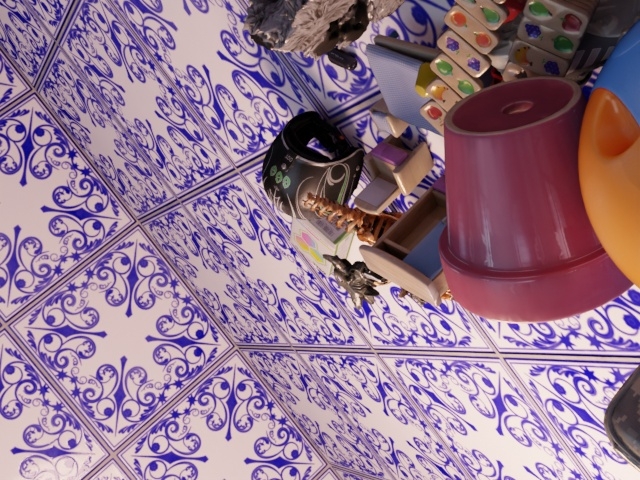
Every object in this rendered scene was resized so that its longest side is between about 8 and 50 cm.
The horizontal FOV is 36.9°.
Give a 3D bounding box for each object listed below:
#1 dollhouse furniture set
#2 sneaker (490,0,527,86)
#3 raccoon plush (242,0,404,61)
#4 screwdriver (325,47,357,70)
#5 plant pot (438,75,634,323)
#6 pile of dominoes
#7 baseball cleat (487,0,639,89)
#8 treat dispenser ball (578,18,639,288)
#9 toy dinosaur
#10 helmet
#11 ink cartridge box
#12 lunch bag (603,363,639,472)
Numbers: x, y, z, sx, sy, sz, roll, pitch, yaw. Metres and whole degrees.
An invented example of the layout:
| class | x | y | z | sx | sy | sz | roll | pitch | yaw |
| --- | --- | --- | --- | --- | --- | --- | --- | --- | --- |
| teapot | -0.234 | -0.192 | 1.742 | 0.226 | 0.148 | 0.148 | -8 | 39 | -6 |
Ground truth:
| class | x | y | z | sx | sy | sz | roll | pitch | yaw |
| --- | --- | --- | --- | --- | --- | --- | --- | --- | --- |
| dollhouse furniture set | 0.091 | -0.119 | 1.238 | 0.286 | 0.198 | 0.303 | 29 | 157 | 44 |
| sneaker | 0.216 | -0.156 | 1.069 | 0.087 | 0.128 | 0.221 | 26 | 149 | 46 |
| raccoon plush | -0.001 | -0.422 | 1.063 | 0.299 | 0.216 | 0.446 | 56 | 139 | 12 |
| screwdriver | -0.005 | -0.287 | 1.435 | 0.170 | 0.024 | 0.025 | 31 | 124 | 42 |
| plant pot | 0.200 | -0.049 | 0.918 | 0.201 | 0.201 | 0.180 | 19 | 136 | 53 |
| pile of dominoes | 0.197 | -0.150 | 0.960 | 0.196 | 0.040 | 0.251 | 27 | 143 | 12 |
| baseball cleat | 0.271 | -0.196 | 0.958 | 0.206 | 0.072 | 0.109 | -1 | 149 | 40 |
| treat dispenser ball | 0.347 | -0.068 | 0.741 | 0.288 | 0.288 | 0.288 | 41 | 158 | 21 |
| toy dinosaur | 0.120 | 0.006 | 1.494 | 0.322 | 0.164 | 0.218 | 50 | 157 | -15 |
| helmet | -0.016 | -0.112 | 1.582 | 0.169 | 0.169 | 0.161 | 41 | 140 | 21 |
| ink cartridge box | 0.000 | 0.000 | 1.855 | 0.109 | 0.062 | 0.209 | 43 | 159 | 14 |
| lunch bag | 0.484 | 0.230 | 1.084 | 0.305 | 0.212 | 0.256 | 39 | -179 | 23 |
